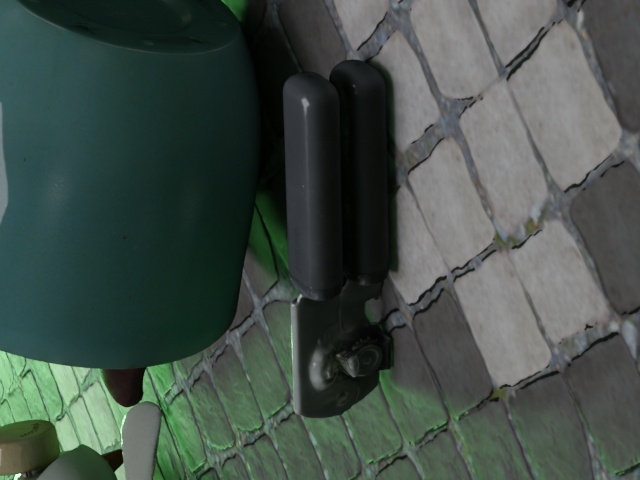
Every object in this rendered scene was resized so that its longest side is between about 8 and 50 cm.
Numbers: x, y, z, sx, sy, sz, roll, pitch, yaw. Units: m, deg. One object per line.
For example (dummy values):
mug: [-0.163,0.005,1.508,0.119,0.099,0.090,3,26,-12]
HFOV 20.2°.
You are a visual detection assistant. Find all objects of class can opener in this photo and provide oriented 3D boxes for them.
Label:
can opener: [0.000,0.000,1.290,0.095,0.076,0.283,38,138,49]

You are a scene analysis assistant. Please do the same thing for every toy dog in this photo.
toy dog: [-0.202,0.266,1.851,0.334,0.161,0.220,26,128,38]

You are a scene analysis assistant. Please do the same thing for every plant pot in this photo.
plant pot: [-0.177,-0.081,1.375,0.293,0.293,0.235,45,128,44]

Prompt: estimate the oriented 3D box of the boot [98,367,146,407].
boot: [-0.229,0.022,1.758,0.248,0.090,0.207,56,149,24]
